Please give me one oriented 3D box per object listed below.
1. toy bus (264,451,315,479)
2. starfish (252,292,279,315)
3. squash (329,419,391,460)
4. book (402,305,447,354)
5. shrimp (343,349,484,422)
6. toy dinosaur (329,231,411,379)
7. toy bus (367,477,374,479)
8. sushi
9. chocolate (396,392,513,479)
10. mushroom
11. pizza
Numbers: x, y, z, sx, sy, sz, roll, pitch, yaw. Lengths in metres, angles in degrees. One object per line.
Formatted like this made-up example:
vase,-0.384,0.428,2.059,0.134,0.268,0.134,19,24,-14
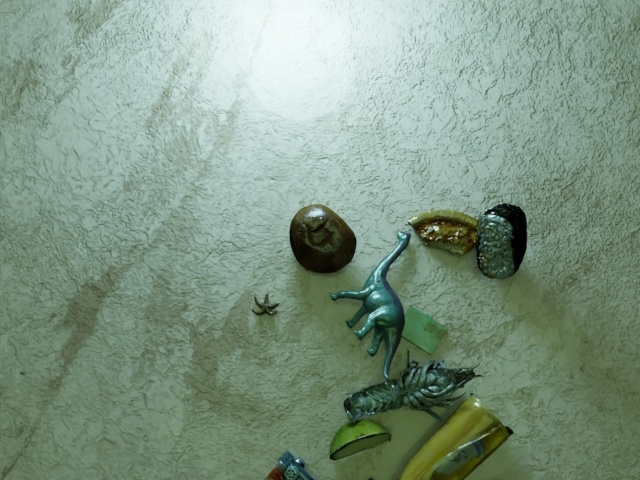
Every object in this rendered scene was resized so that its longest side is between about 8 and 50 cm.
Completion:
toy bus,-0.042,0.743,1.761,0.265,0.121,0.120,42,92,11
starfish,-0.177,0.206,1.933,0.091,0.028,0.078,34,76,13
squash,0.102,0.557,1.766,0.192,0.184,0.085,-21,61,-2
book,0.310,0.273,1.887,0.135,0.017,0.103,32,82,10
shrimp,0.272,0.433,1.791,0.410,0.166,0.221,-18,78,12
toy dinosaur,0.229,0.177,1.840,0.331,0.129,0.383,-34,55,-3
toy bus,0.184,0.768,1.770,0.065,0.047,0.166,-43,77,-10
sushi,0.541,0.006,1.831,0.136,0.225,0.126,21,45,42
chocolate,0.340,0.645,1.723,0.445,0.162,0.162,-43,78,-8
mushroom,-0.002,-0.003,1.911,0.231,0.138,0.194,36,82,11
pizza,0.407,-0.031,1.930,0.271,0.056,0.134,19,71,9
